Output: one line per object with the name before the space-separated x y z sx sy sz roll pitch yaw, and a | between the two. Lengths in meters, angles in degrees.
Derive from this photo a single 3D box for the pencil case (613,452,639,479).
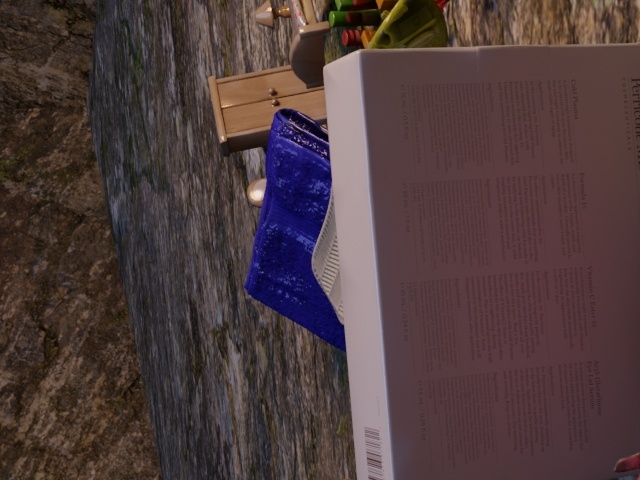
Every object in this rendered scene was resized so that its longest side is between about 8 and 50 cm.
pencil case | 0.303 0.062 0.970 0.160 0.167 0.386 -45 -41 -67

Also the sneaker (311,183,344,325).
sneaker | 0.095 -0.027 1.427 0.131 0.148 0.350 63 160 13

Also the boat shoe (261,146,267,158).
boat shoe | -0.019 -0.055 2.007 0.105 0.089 0.285 106 153 -46

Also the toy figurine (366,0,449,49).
toy figurine | 0.154 -0.154 1.427 0.217 0.191 0.362 50 172 1

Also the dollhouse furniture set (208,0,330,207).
dollhouse furniture set | -0.074 -0.249 1.842 0.355 0.173 0.303 83 175 -64

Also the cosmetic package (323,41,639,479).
cosmetic package | 0.161 0.025 1.179 0.097 0.284 0.377 173 93 -71

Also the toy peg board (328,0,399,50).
toy peg board | 0.074 -0.273 1.698 0.161 0.079 0.161 111 150 -53

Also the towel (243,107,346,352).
towel | 0.000 0.000 1.837 0.227 0.076 0.308 33 135 25

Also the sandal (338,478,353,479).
sandal | 0.080 0.445 1.892 0.079 0.088 0.240 -1 101 40
